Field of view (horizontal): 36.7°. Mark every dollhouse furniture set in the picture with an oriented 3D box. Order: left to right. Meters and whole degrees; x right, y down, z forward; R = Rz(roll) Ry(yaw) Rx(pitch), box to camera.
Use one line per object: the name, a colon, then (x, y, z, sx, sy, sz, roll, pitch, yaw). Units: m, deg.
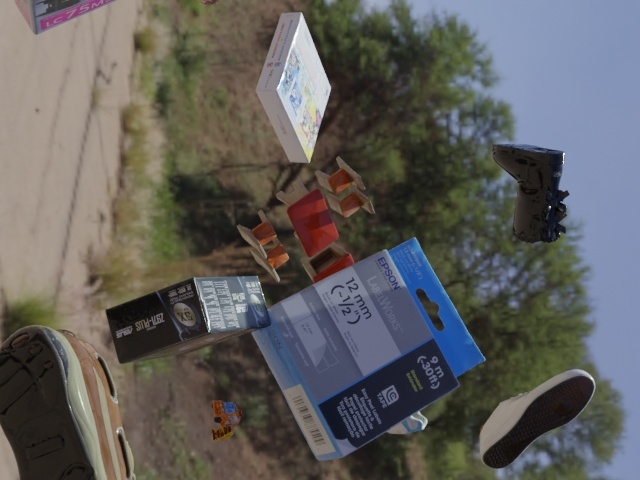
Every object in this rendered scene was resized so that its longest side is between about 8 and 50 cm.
dollhouse furniture set: (0.000, 0.000, 2.024, 0.135, 0.262, 0.259, 45, -15, 44)

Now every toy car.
toy car: (-0.130, 0.270, 1.386, 0.122, 0.040, 0.060, -117, -173, -71)

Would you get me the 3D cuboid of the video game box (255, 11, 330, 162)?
video game box: (-0.045, -0.275, 1.756, 0.205, 0.048, 0.187, 64, 32, -52)

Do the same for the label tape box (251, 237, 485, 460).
label tape box: (0.095, 0.156, 1.535, 0.249, 0.348, 0.115, 62, -24, 5)

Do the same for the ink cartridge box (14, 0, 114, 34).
ink cartridge box: (-0.268, -0.345, 1.126, 0.065, 0.186, 0.311, 61, -16, 1)

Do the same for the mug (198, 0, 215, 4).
mug: (-0.261, -0.631, 2.262, 0.150, 0.113, 0.169, 49, -11, -11)

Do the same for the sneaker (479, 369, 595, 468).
sneaker: (0.432, 0.340, 1.993, 0.106, 0.290, 0.123, 39, 23, -20)

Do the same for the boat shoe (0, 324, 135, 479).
boat shoe: (-0.238, 0.243, 0.991, 0.120, 0.122, 0.324, 11, 64, -65)

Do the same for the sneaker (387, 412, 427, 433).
sneaker: (0.140, 0.225, 1.698, 0.087, 0.092, 0.228, -3, 90, -71)

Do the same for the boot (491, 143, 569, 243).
boot: (0.224, -0.053, 1.050, 0.121, 0.045, 0.099, -152, -120, -63)

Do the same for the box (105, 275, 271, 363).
box: (-0.177, 0.106, 1.321, 0.180, 0.147, 0.077, 4, 68, -67)
